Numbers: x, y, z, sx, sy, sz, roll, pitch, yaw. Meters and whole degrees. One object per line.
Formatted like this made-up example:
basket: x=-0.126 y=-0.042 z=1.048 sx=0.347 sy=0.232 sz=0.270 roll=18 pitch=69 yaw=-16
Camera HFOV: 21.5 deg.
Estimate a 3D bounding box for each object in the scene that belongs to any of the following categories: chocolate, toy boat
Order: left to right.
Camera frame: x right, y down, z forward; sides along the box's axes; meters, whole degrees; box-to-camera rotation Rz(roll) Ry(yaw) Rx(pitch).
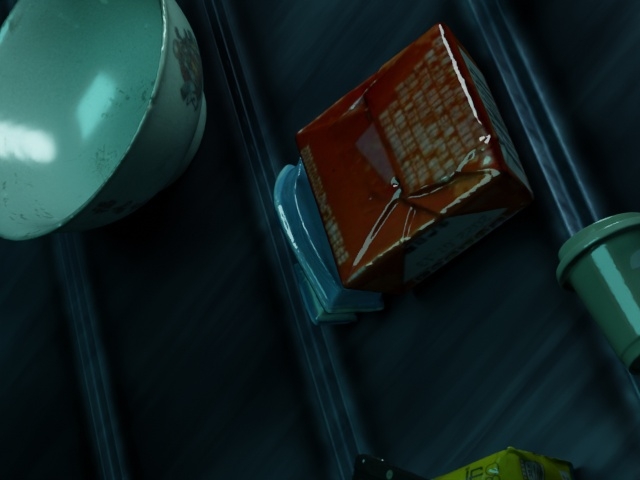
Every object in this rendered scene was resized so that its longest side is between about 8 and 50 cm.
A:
toy boat: x=0.000 y=0.000 z=2.001 sx=0.098 sy=0.109 sz=0.238 roll=-63 pitch=39 yaw=45
chocolate: x=0.107 y=-0.084 z=1.901 sx=0.234 sy=0.108 sz=0.237 roll=-37 pitch=50 yaw=23

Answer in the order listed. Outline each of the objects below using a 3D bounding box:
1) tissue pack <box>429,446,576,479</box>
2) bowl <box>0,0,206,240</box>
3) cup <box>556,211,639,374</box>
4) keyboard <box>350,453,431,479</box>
tissue pack: x=0.162 y=0.356 z=1.635 sx=0.192 sy=0.134 sz=0.271 roll=-29 pitch=54 yaw=35
bowl: x=-0.284 y=-0.177 z=2.306 sx=0.434 sy=0.196 sz=0.435 roll=-23 pitch=57 yaw=40
cup: x=0.302 y=0.054 z=1.640 sx=0.120 sy=0.120 sz=0.141 roll=-37 pitch=59 yaw=31
keyboard: x=0.105 y=0.266 z=1.619 sx=0.231 sy=0.023 sz=0.072 roll=14 pitch=88 yaw=50
